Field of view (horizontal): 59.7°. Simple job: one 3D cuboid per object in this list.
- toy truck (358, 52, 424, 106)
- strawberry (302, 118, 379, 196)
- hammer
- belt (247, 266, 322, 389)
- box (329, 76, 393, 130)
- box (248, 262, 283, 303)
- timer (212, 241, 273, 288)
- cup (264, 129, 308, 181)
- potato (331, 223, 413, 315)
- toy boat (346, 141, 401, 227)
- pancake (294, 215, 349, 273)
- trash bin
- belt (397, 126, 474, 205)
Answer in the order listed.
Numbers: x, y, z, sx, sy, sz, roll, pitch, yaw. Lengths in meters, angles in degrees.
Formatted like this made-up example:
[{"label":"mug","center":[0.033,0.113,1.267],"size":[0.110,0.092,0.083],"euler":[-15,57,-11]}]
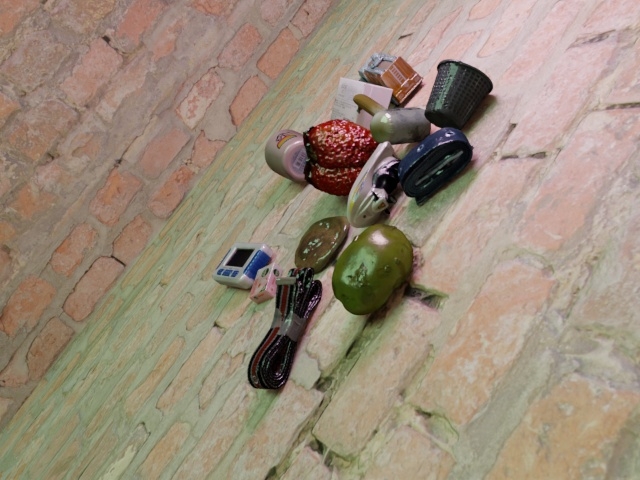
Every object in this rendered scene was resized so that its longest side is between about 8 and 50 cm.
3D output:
[{"label":"toy truck","center":[0.248,-0.623,2.102],"size":[0.136,0.162,0.305],"euler":[-47,26,5]},{"label":"strawberry","center":[0.090,-0.278,1.836],"size":[0.288,0.250,0.238],"euler":[-5,20,21]},{"label":"hammer","center":[0.196,-0.403,1.782],"size":[0.305,0.202,0.113],"euler":[44,132,41]},{"label":"belt","center":[-0.097,0.241,1.541],"size":[0.094,0.126,0.359],"euler":[-5,55,42]},{"label":"box","center":[0.139,-0.478,2.047],"size":[0.274,0.116,0.203],"euler":[-132,53,-64]},{"label":"box","center":[-0.183,0.144,1.871],"size":[0.089,0.043,0.125],"euler":[-27,34,36]},{"label":"timer","center":[-0.285,0.094,2.058],"size":[0.253,0.078,0.178],"euler":[2,53,56]},{"label":"cup","center":[-0.078,-0.354,2.234],"size":[0.253,0.191,0.200],"euler":[-36,28,-9]},{"label":"potato","center":[0.129,0.067,1.383],"size":[0.186,0.148,0.253],"euler":[-19,40,49]},{"label":"toy boat","center":[0.175,-0.155,1.637],"size":[0.141,0.141,0.269],"euler":[-14,44,49]},{"label":"pancake","center":[0.000,0.000,1.777],"size":[0.242,0.050,0.242],"euler":[-35,30,24]},{"label":"trash bin","center":[0.391,-0.410,1.625],"size":[0.175,0.175,0.161],"euler":[20,84,62]},{"label":"belt","center":[0.306,-0.218,1.521],"size":[0.218,0.122,0.128],"euler":[-38,25,24]}]
